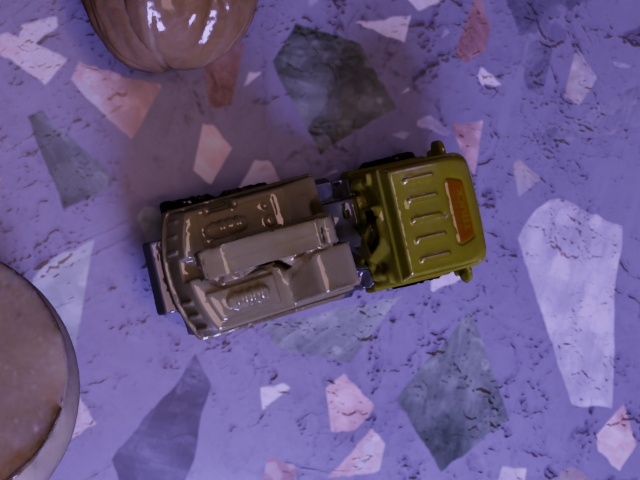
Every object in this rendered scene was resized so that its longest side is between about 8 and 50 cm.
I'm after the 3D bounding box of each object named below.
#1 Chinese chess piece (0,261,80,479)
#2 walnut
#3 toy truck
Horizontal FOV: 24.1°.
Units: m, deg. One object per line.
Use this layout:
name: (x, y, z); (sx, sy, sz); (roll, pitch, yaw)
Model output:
Chinese chess piece: (-0.439, 0.168, 1.677); (0.338, 0.140, 0.338); (6, 64, -12)
walnut: (-0.176, -0.326, 1.756); (0.225, 0.225, 0.261); (2, 94, -17)
toy truck: (0.000, 0.000, 1.810); (0.405, 0.254, 0.180); (-13, 93, -19)
